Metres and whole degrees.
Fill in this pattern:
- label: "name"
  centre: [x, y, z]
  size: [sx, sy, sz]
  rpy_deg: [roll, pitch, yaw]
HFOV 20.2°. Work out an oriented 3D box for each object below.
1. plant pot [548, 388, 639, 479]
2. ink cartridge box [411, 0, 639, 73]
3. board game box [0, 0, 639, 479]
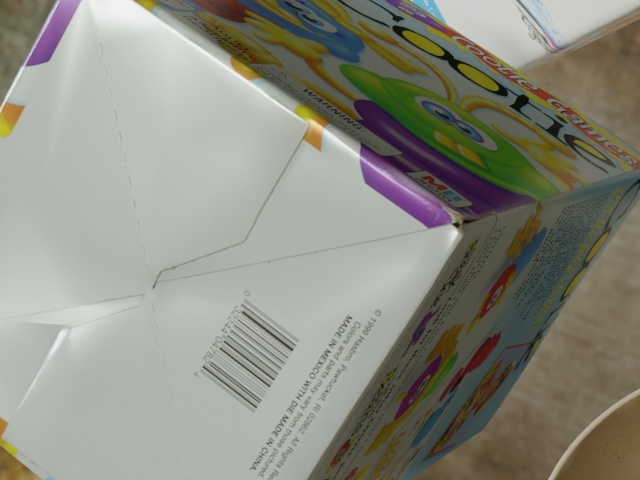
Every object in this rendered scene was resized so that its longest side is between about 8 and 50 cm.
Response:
- label: "plant pot"
  centre: [0.296, 0.251, 1.216]
  size: [0.284, 0.284, 0.191]
  rpy_deg: [22, 158, 30]
- label: "ink cartridge box"
  centre: [0.130, -0.187, 0.820]
  size: [0.168, 0.171, 0.233]
  rpy_deg: [63, 162, -2]
- label: "board game box"
  centre: [0.000, 0.000, 0.643]
  size: [0.142, 0.144, 0.275]
  rpy_deg: [36, -163, 14]
